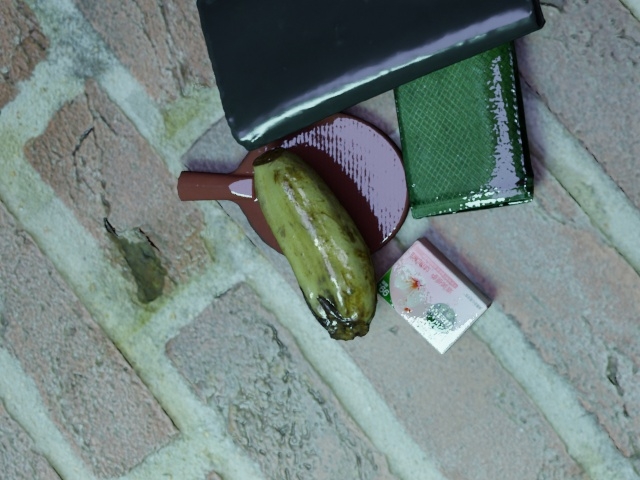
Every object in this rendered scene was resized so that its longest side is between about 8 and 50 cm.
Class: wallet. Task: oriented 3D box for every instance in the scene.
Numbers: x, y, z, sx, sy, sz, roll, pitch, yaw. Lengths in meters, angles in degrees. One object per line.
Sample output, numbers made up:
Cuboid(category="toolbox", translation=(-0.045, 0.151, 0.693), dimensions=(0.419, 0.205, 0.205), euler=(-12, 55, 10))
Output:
Cuboid(category="wallet", translation=(0.051, -0.282, 1.552), dimensions=(0.406, 0.062, 0.228), euler=(-21, 72, 17))
Cuboid(category="wallet", translation=(0.173, -0.153, 1.552), dimensions=(0.160, 0.055, 0.236), euler=(-9, 86, 20))

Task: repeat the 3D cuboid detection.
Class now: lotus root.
Cuboid(category="lotus root", translation=(0.000, 0.000, 1.565), dimensions=(0.110, 0.097, 0.258), euler=(-24, 93, 47))

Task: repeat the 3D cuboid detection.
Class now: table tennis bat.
Cuboid(category="table tennis bat", translation=(-0.035, -0.067, 1.629), dimensions=(0.310, 0.038, 0.200), euler=(2, 97, 16))

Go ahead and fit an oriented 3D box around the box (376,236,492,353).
Cuboid(category="box", translation=(0.141, 0.068, 1.588), dimensions=(0.125, 0.043, 0.089), euler=(43, 106, 9))
